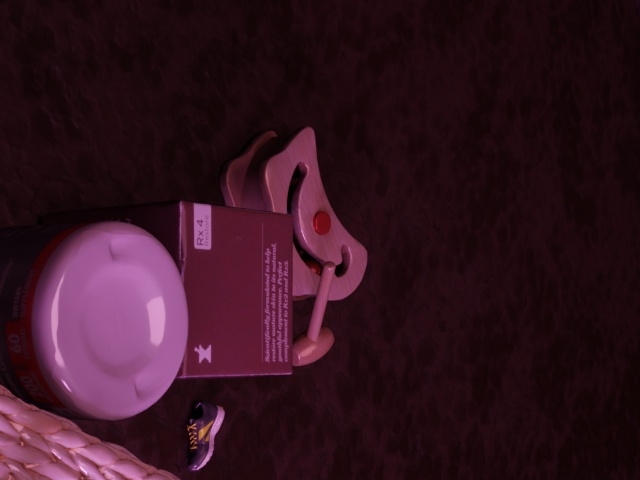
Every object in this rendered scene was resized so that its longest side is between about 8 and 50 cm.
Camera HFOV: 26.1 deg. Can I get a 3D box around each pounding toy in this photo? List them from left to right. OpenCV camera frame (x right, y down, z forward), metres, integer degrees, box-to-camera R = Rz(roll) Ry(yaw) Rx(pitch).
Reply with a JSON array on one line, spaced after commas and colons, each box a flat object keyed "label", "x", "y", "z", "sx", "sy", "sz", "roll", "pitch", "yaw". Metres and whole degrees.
[{"label": "pounding toy", "x": 0.000, "y": 0.000, "z": 1.626, "sx": 0.154, "sy": 0.155, "sz": 0.269, "roll": -20, "pitch": 103, "yaw": -46}]

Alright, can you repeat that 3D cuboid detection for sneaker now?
[{"label": "sneaker", "x": -0.137, "y": 0.217, "z": 1.541, "sx": 0.035, "sy": 0.031, "sz": 0.083, "roll": 36, "pitch": 55, "yaw": -29}]

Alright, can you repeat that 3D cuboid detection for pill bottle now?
[{"label": "pill bottle", "x": -0.265, "y": 0.068, "z": 1.175, "sx": 0.161, "sy": 0.283, "sz": 0.161, "roll": 5, "pitch": 84, "yaw": -52}]

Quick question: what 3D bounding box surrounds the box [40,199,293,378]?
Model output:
[{"label": "box", "x": -0.155, "y": 0.054, "z": 1.385, "sx": 0.167, "sy": 0.203, "sz": 0.168, "roll": 6, "pitch": 83, "yaw": -52}]

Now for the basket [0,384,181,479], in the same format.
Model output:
[{"label": "basket", "x": -0.320, "y": 0.270, "z": 1.063, "sx": 0.331, "sy": 0.328, "sz": 0.266, "roll": 36, "pitch": 55, "yaw": -44}]
